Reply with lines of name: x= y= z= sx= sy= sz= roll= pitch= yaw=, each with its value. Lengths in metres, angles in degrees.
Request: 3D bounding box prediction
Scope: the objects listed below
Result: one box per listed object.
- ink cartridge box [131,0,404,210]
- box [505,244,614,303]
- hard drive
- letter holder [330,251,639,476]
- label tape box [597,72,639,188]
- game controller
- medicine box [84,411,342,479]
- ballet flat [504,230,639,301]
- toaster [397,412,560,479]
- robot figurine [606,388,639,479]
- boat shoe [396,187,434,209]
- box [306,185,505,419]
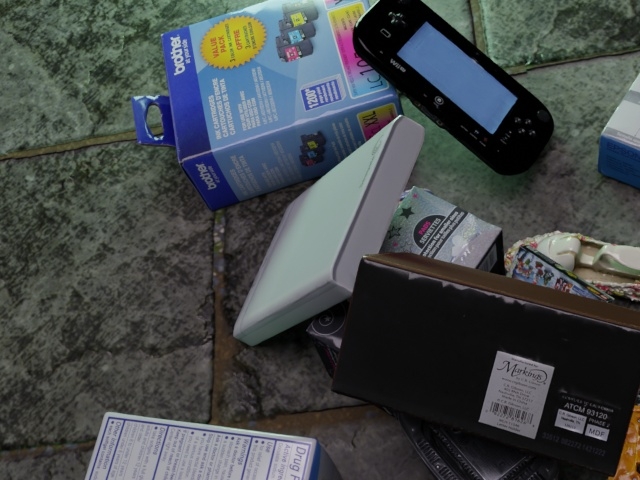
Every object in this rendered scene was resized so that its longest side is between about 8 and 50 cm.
ink cartridge box: x=-0.086 y=-0.220 z=1.557 sx=0.395 sy=0.151 sz=0.270 roll=-18 pitch=57 yaw=6
box: x=0.300 y=0.080 z=1.312 sx=0.137 sy=0.027 sz=0.094 roll=35 pitch=116 yaw=29
hard drive: x=0.000 y=0.000 z=1.307 sx=0.047 sy=0.353 sz=0.233 roll=30 pitch=65 yaw=-14
letter holder: x=0.197 y=0.119 z=1.116 sx=0.302 sy=0.214 sz=0.152 roll=15 pitch=97 yaw=17
label tape box: x=0.569 y=-0.197 z=1.388 sx=0.241 sy=0.106 sz=0.333 roll=27 pitch=71 yaw=26
game controller: x=0.190 y=-0.226 z=1.438 sx=0.319 sy=0.067 sz=0.166 roll=39 pitch=42 yaw=-1
medicine box: x=-0.147 y=0.370 z=1.220 sx=0.289 sy=0.149 sz=0.263 roll=4 pitch=61 yaw=17
ballet flat: x=0.360 y=0.024 z=1.331 sx=0.241 sy=0.077 sz=0.091 roll=8 pitch=63 yaw=20
toaster: x=0.197 y=0.258 z=1.194 sx=0.129 sy=0.146 sz=0.227 roll=-39 pitch=58 yaw=-8
robot figurine: x=0.454 y=0.267 z=1.157 sx=0.291 sy=0.085 sz=0.211 roll=6 pitch=62 yaw=18
boat shoe: x=0.086 y=-0.010 z=1.438 sx=0.183 sy=0.066 sz=0.066 roll=-27 pitch=61 yaw=10
box: x=0.116 y=0.083 z=1.309 sx=0.142 sy=0.163 sz=0.247 roll=28 pitch=70 yaw=25
